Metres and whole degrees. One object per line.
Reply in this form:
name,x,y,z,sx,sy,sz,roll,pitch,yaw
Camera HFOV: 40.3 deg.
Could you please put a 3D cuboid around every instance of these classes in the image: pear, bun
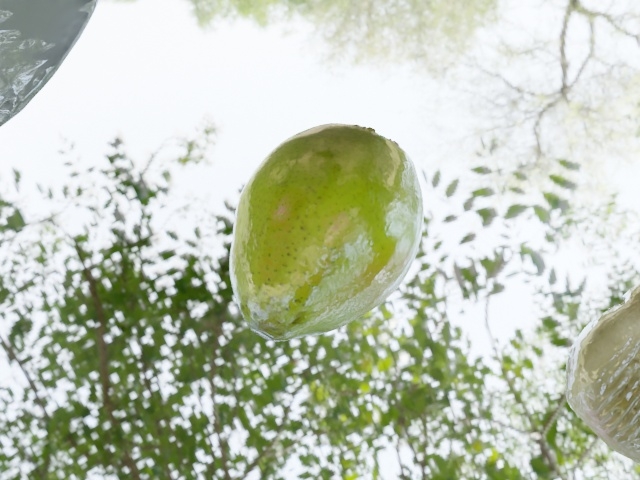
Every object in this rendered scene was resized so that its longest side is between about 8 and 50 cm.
pear,0.000,0.000,0.843,0.187,0.187,0.220,4,-116,48
bun,0.332,0.113,0.822,0.193,0.178,0.128,-61,-179,18

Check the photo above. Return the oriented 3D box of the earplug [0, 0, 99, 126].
earplug,-0.384,-0.275,0.612,0.312,0.394,0.312,-39,166,-12
